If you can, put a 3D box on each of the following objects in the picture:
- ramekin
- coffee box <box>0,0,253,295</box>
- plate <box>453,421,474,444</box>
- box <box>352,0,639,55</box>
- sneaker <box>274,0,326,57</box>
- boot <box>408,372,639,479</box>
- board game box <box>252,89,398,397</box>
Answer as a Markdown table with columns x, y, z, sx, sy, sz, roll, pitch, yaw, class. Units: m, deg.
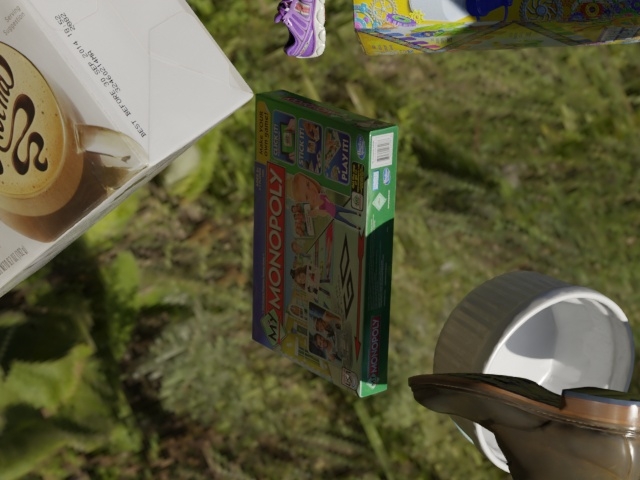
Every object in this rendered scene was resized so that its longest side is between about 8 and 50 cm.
| x | y | z | sx | sy | sz | roll | pitch | yaw | class |
| --- | --- | --- | --- | --- | --- | --- | --- | --- | --- |
| 0.214 | 0.129 | 1.456 | 0.109 | 0.207 | 0.207 | 34 | -20 | 52 | ramekin |
| -0.207 | -0.076 | 0.947 | 0.168 | 0.297 | 0.119 | 54 | 44 | -4 | coffee box |
| 0.234 | 0.163 | 1.622 | 0.024 | 0.188 | 0.188 | 110 | -42 | -70 | plate |
| 0.169 | -0.336 | 1.321 | 0.177 | 0.279 | 0.290 | 9 | 78 | -85 | box |
| -0.031 | -0.331 | 1.939 | 0.068 | 0.071 | 0.170 | -113 | -162 | -60 | sneaker |
| 0.156 | 0.163 | 1.110 | 0.082 | 0.219 | 0.106 | 5 | 90 | -48 | boot |
| 0.000 | 0.000 | 1.634 | 0.213 | 0.046 | 0.317 | 22 | -62 | 47 | board game box |
